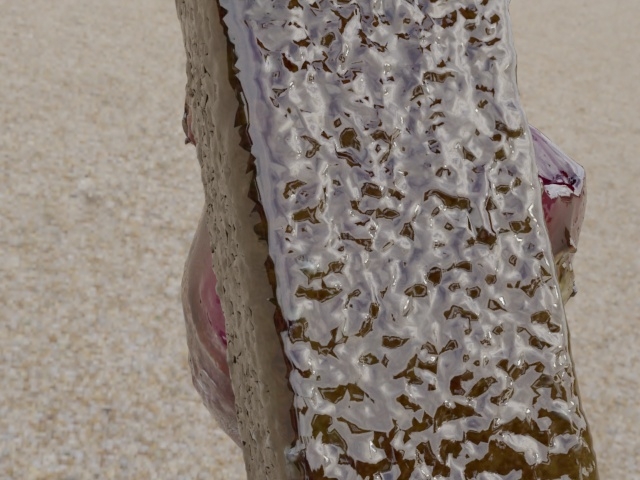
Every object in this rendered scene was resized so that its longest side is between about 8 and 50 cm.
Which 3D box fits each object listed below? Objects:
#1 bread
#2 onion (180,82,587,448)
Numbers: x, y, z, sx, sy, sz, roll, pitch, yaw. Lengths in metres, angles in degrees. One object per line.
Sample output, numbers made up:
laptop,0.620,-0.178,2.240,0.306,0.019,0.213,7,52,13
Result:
bread,0.023,-0.035,0.488,0.165,0.416,0.113,-7,-7,-14
onion,0.000,0.000,0.870,0.420,0.398,0.398,37,29,16
